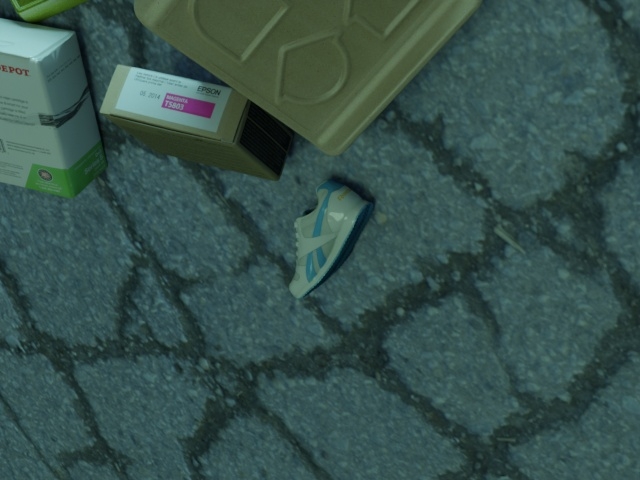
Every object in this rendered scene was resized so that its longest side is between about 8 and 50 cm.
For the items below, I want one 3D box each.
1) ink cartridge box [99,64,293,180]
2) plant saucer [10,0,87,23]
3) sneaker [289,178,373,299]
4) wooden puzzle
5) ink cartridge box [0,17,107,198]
[{"bbox_3d":[-0.185,-0.178,1.681,0.235,0.088,0.193,15,171,21],"label":"ink cartridge box"},{"bbox_3d":[-0.462,-0.448,1.756,0.188,0.045,0.188,-12,114,36],"label":"plant saucer"},{"bbox_3d":[0.000,0.000,1.772,0.092,0.087,0.228,38,125,12],"label":"sneaker"},{"bbox_3d":[-0.016,-0.322,1.429,0.348,0.080,0.322,35,116,-18],"label":"wooden puzzle"},{"bbox_3d":[-0.497,-0.228,1.873,0.198,0.115,0.273,14,130,23],"label":"ink cartridge box"}]
